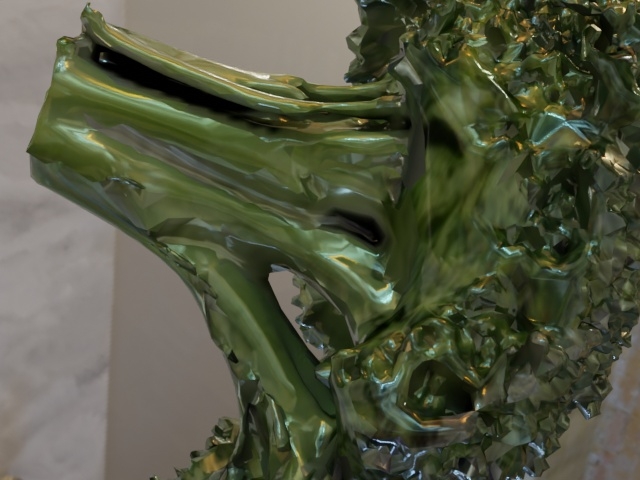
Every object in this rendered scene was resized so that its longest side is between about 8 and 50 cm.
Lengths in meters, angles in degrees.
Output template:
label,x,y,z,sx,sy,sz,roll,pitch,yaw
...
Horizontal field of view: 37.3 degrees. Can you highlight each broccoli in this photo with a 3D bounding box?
label,x,y,z,sx,sy,sz,roll,pitch,yaw
broccoli,0.016,0.008,0.506,0.375,0.302,0.249,-66,-22,-2
